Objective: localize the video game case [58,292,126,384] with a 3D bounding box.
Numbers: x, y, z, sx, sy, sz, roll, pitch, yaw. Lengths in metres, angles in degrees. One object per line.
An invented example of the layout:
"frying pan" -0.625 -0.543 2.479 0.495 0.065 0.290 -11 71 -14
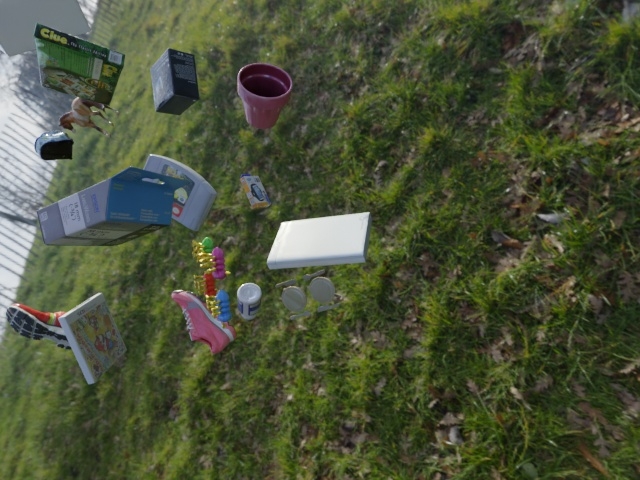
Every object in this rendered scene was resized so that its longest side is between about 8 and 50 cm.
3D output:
"video game case" -0.719 0.306 1.279 0.206 0.026 0.226 -87 -19 -77

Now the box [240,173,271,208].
"box" -0.238 -0.183 1.450 0.028 0.081 0.136 -25 87 32

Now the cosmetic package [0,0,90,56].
"cosmetic package" -0.809 -0.630 1.098 0.224 0.138 0.225 -37 51 -26

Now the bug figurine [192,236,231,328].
"bug figurine" -0.301 0.109 1.121 0.279 0.072 0.215 26 121 61

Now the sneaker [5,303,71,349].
"sneaker" -0.994 0.304 1.467 0.107 0.279 0.118 -43 27 22

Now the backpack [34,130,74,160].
"backpack" -1.019 -0.359 1.519 0.114 0.084 0.105 -29 -22 -49

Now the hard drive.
"hard drive" 0.000 0.000 1.455 0.354 0.047 0.232 -5 41 18

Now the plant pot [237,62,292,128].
"plant pot" -0.217 -0.535 1.515 0.180 0.202 0.201 114 166 -57

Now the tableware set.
"tableware set" -0.034 0.167 1.258 0.194 0.128 0.039 -21 6 27

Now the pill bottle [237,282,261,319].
"pill bottle" -0.339 0.297 1.906 0.186 0.112 0.111 104 170 -50

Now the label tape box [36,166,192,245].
"label tape box" -0.554 -0.079 1.115 0.334 0.241 0.105 -18 83 19

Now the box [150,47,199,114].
"box" -0.491 -0.528 1.343 0.156 0.093 0.158 -11 87 46

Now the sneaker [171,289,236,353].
"sneaker" -0.485 0.323 1.583 0.136 0.314 0.116 -51 2 -31

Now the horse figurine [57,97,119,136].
"horse figurine" -0.851 -0.460 1.470 0.263 0.175 0.066 -24 47 50

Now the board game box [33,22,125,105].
"board game box" -0.478 -0.334 0.792 0.260 0.136 0.030 1 80 57

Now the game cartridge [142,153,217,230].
"game cartridge" -0.543 -0.191 1.499 0.195 0.295 0.060 -60 -5 12
